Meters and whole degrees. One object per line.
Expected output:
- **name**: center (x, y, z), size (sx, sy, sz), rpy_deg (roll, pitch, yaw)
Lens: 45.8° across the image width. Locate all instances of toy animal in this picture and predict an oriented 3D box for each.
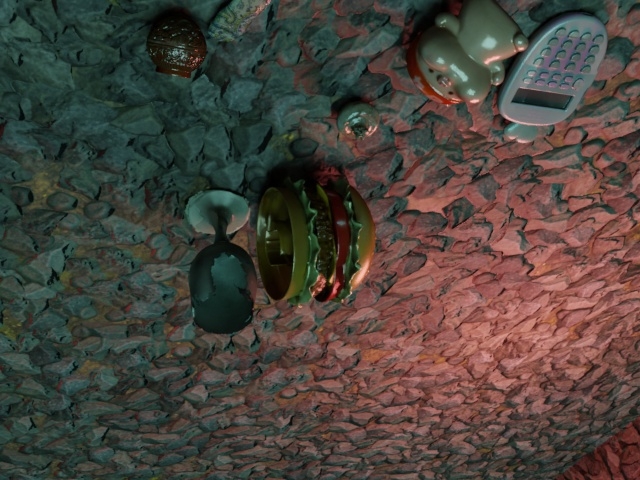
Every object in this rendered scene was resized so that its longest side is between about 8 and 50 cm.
- **toy animal**: center (0.248, -0.334, 1.334), size (0.171, 0.171, 0.198), rpy_deg (24, 124, -37)

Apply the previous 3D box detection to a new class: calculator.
- **calculator**: center (0.450, -0.316, 1.499), size (0.186, 0.041, 0.298), rpy_deg (3, 136, -19)

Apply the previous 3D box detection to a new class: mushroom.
- **mushroom**: center (0.075, -0.224, 1.466), size (0.085, 0.079, 0.085), rpy_deg (-8, 137, -8)

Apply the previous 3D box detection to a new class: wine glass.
- **wine glass**: center (-0.198, 0.037, 1.515), size (0.144, 0.321, 0.143), rpy_deg (-7, 133, -7)

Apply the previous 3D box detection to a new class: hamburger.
- **hamburger**: center (0.000, 0.000, 1.570), size (0.212, 0.274, 0.274), rpy_deg (-4, 140, -23)

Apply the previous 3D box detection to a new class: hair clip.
- **hair clip**: center (-0.111, -0.405, 1.232), size (0.066, 0.036, 0.229), rpy_deg (12, 134, -38)

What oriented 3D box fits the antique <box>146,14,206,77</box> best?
- **antique**: center (-0.237, -0.321, 1.247), size (0.104, 0.104, 0.104), rpy_deg (-8, 140, -7)
